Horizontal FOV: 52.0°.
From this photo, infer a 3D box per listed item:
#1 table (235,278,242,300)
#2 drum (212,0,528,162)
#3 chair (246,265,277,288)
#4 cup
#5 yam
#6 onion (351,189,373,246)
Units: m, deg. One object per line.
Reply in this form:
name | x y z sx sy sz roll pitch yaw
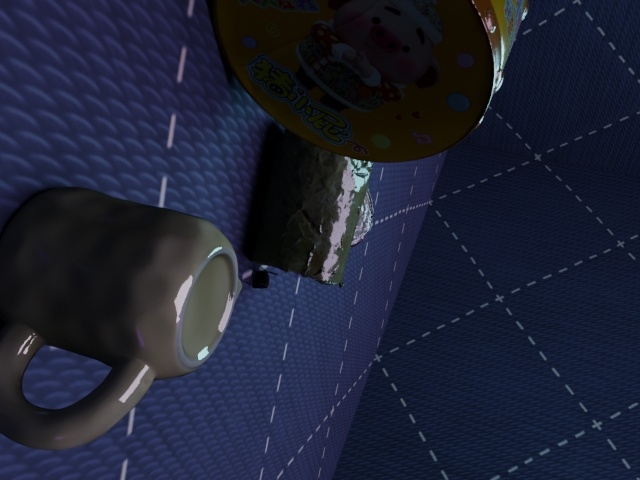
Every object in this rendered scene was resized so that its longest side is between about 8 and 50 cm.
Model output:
table | -0.179 0.079 1.020 0.062 0.083 0.079 76 33 -58
drum | 0.070 -0.326 0.941 0.431 0.431 0.214 81 28 -55
chair | -0.118 0.077 1.317 0.086 0.037 0.042 31 62 -69
cup | -0.219 0.062 0.653 0.255 0.202 0.173 -52 152 -54
yam | -0.016 -0.068 1.258 0.195 0.195 0.300 -8 111 -73
onion | -0.002 -0.072 1.441 0.218 0.140 0.195 -16 105 -27
